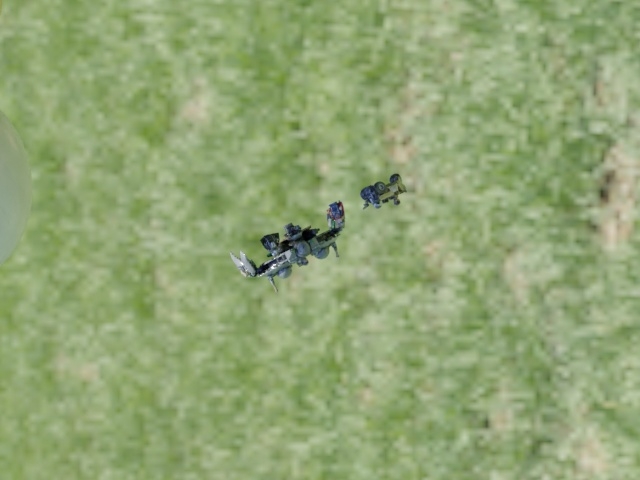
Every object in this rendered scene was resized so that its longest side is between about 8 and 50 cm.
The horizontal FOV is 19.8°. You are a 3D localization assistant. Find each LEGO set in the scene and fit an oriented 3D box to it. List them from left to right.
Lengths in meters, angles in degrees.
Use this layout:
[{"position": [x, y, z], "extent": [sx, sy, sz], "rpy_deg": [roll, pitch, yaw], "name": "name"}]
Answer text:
[{"position": [0.000, 0.000, 0.736], "extent": [0.083, 0.054, 0.023], "rpy_deg": [-24, 91, 48], "name": "LEGO set"}]

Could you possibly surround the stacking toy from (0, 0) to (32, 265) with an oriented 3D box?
[{"position": [-0.267, -0.151, 0.913], "extent": [0.480, 0.350, 0.350], "rpy_deg": [62, -173, -45], "name": "stacking toy"}]
